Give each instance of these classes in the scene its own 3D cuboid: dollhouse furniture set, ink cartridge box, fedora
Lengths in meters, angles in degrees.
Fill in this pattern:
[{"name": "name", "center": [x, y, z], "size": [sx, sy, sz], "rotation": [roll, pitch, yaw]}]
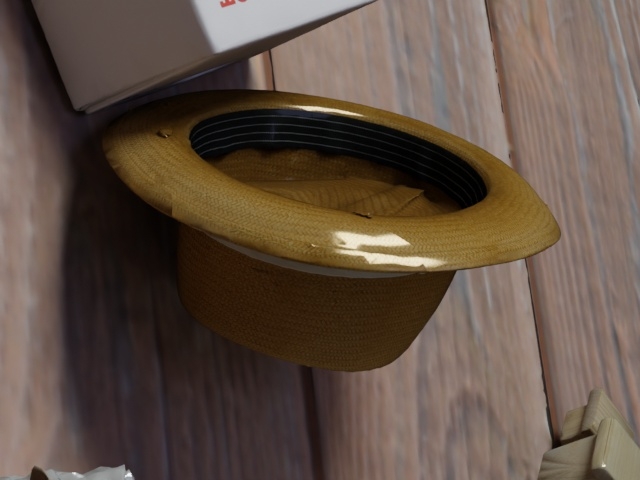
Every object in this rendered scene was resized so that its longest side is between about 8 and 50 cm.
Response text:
[{"name": "dollhouse furniture set", "center": [0.208, 0.106, 1.005], "size": [0.161, 0.101, 0.182], "rotation": [50, 35, -23]}, {"name": "ink cartridge box", "center": [-0.068, -0.163, 0.779], "size": [0.140, 0.082, 0.190], "rotation": [-29, 98, -56]}, {"name": "fedora", "center": [0.000, 0.000, 0.772], "size": [0.194, 0.194, 0.079], "rotation": [-18, 127, -56]}]

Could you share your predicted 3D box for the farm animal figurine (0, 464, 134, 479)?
[{"name": "farm animal figurine", "center": [-0.131, 0.178, 0.452], "size": [0.327, 0.172, 0.330], "rotation": [29, 53, -45]}]
